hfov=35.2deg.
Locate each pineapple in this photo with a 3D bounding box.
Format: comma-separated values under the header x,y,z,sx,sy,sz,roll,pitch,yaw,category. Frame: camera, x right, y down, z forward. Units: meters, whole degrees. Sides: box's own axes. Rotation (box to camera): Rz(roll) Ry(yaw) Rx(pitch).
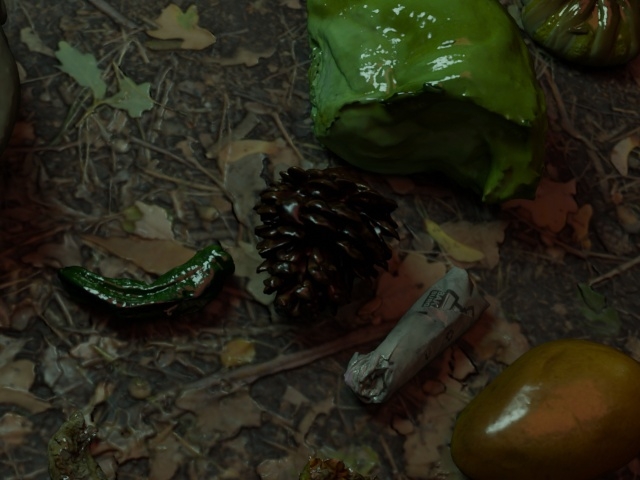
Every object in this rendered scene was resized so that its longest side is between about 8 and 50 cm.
x,y,z,sx,sy,sz,roll,pitch,yaw,category
0.022,0.253,0.983,0.114,0.077,0.114,-3,97,-26,pineapple

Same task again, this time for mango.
x,y,z,sx,sy,sz,roll,pitch,yaw,category
0.237,0.180,1.036,0.227,0.109,0.147,-16,69,-9,mango

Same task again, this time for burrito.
x,y,z,sx,sy,sz,roll,pitch,yaw,category
0.105,0.101,1.076,0.203,0.064,0.064,-37,75,-27,burrito

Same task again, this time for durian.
x,y,z,sx,sy,sz,roll,pitch,yaw,category
0.111,-0.201,1.160,0.256,0.204,0.339,-6,66,-2,durian

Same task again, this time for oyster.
x,y,z,sx,sy,sz,roll,pitch,yaw,category
-0.222,0.209,0.957,0.083,0.038,0.080,29,58,5,oyster

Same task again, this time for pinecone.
x,y,z,sx,sy,sz,roll,pitch,yaw,category
0.000,0.000,1.058,0.174,0.173,0.173,5,61,-10,pinecone

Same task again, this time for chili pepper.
x,y,z,sx,sy,sz,roll,pitch,yaw,category
-0.178,0.048,1.048,0.182,0.050,0.073,-5,71,-12,chili pepper

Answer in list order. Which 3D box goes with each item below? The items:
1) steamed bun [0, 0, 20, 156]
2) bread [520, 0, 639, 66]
x,y,z,sx,sy,sz,roll,pitch,yaw,category
-0.444,-0.154,0.983,0.342,0.255,0.367,-31,42,-7,steamed bun
0.363,-0.329,1.341,0.213,0.105,0.213,7,60,-12,bread
